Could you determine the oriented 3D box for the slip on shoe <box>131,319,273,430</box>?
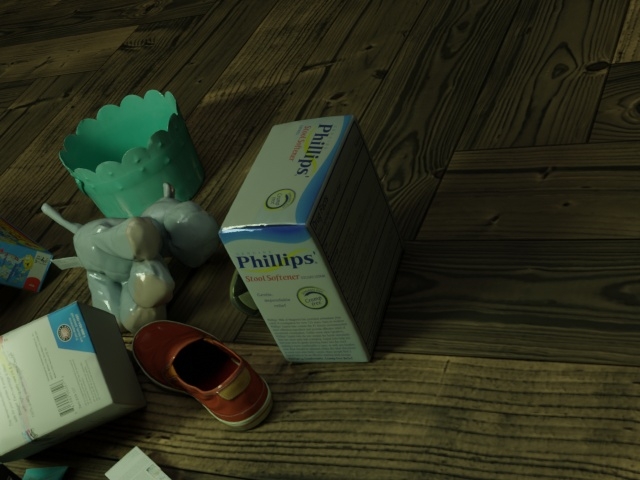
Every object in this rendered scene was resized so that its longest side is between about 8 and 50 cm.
[{"bbox_3d":[-0.202,0.191,1.483,0.123,0.101,0.331,-43,38,-20],"label":"slip on shoe"}]

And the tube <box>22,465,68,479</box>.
[{"bbox_3d":[-0.450,0.423,1.387,0.080,0.052,0.207,-5,36,17],"label":"tube"}]

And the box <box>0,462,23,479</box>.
[{"bbox_3d":[-0.577,0.453,1.358,0.270,0.060,0.216,-21,34,30],"label":"box"}]

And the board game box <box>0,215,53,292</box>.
[{"bbox_3d":[-0.753,-0.012,1.901,0.308,0.302,0.086,25,94,46],"label":"board game box"}]

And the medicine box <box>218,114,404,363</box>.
[{"bbox_3d":[0.000,0.000,1.441,0.149,0.289,0.263,-5,40,25],"label":"medicine box"}]

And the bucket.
[{"bbox_3d":[-0.394,-0.171,1.985,0.281,0.183,0.281,-16,36,12],"label":"bucket"}]

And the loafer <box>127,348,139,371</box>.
[{"bbox_3d":[-0.376,0.232,1.577,0.148,0.050,0.056,-41,38,-21],"label":"loafer"}]

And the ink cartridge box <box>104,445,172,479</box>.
[{"bbox_3d":[-0.262,0.357,1.370,0.063,0.029,0.115,-41,40,-22],"label":"ink cartridge box"}]

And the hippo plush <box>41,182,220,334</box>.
[{"bbox_3d":[-0.314,0.031,1.711,0.294,0.234,0.236,10,23,38],"label":"hippo plush"}]

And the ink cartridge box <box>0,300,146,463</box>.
[{"bbox_3d":[-0.429,0.227,1.462,0.232,0.168,0.171,-24,77,2],"label":"ink cartridge box"}]

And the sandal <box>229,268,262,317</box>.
[{"bbox_3d":[-0.082,0.025,1.636,0.086,0.120,0.303,-34,23,39],"label":"sandal"}]
